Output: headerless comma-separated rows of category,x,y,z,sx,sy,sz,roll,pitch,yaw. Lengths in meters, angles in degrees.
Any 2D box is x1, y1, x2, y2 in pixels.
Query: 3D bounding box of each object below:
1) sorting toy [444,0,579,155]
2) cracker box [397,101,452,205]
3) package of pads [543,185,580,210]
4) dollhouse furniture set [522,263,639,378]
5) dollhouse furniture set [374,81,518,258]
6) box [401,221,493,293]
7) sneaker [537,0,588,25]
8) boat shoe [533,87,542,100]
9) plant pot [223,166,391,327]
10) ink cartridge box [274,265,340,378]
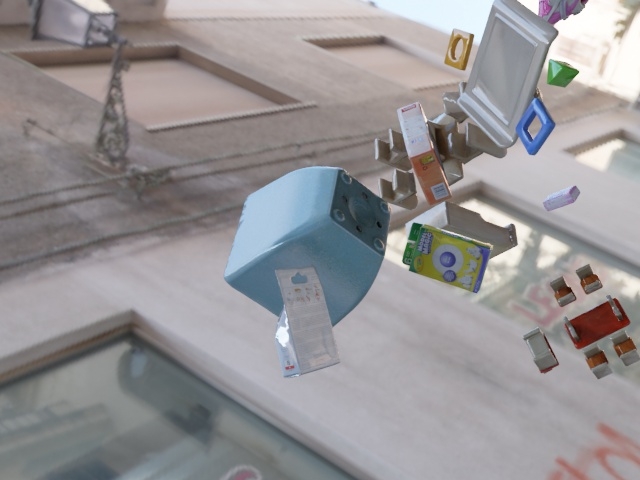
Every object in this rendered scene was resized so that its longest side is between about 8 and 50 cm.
sorting toy,0.297,-0.265,1.524,0.047,0.347,0.196,6,-60,-24
cracker box,0.259,-0.219,2.437,0.232,0.067,0.155,-97,-17,-51
package of pads,0.599,-0.104,2.428,0.050,0.083,0.032,-40,-77,-46
dollhouse furniture set,0.657,0.237,2.498,0.259,0.262,0.135,-28,-32,13
dollhouse furniture set,0.370,-0.159,2.674,0.257,0.362,0.394,17,-122,-34
box,0.265,0.034,2.075,0.043,0.179,0.105,-31,-43,-67
sneaker,0.595,-0.580,2.384,0.252,0.111,0.102,86,-172,-81
boat shoe,0.426,-0.362,2.279,0.095,0.257,0.095,-43,-65,5
plant pot,0.000,0.000,1.931,0.252,0.248,0.247,-35,30,39
ink cartridge box,-0.035,0.138,1.679,0.145,0.045,0.179,-3,-105,-62
